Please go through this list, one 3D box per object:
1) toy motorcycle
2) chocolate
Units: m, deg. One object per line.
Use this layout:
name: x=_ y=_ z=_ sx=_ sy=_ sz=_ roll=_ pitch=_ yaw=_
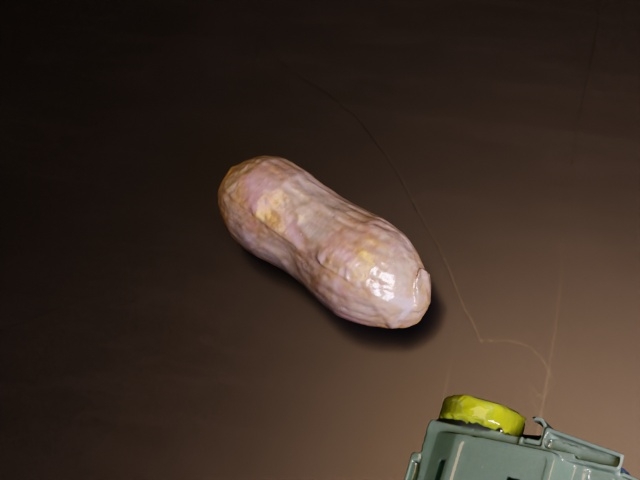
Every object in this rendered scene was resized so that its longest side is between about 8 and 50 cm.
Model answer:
toy motorcycle: x=0.260 y=0.301 z=1.650 sx=0.326 sy=0.200 sz=0.191 roll=10 pitch=72 yaw=29
chocolate: x=0.000 y=0.000 z=1.856 sx=0.309 sy=0.134 sz=0.134 roll=35 pitch=81 yaw=22
